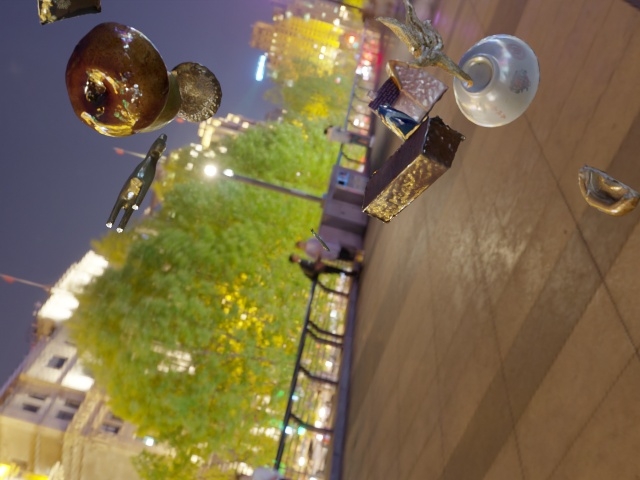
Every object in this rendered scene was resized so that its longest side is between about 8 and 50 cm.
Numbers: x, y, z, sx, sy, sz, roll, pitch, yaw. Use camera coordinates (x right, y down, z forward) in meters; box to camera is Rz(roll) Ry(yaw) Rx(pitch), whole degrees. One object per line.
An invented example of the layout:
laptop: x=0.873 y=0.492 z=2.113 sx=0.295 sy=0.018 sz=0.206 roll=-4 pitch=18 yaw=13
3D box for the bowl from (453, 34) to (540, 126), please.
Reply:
bowl: x=0.609 y=-0.596 z=2.370 sx=0.157 sy=0.346 sz=0.345 roll=-3 pitch=-66 yaw=-49

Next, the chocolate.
chocolate: x=0.210 y=-0.159 z=1.560 sx=0.321 sy=0.112 sz=0.111 roll=-45 pitch=20 yaw=54

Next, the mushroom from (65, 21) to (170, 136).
mushroom: x=-0.471 y=-0.395 z=1.561 sx=0.254 sy=0.267 sz=0.267 roll=-46 pitch=-13 yaw=-30

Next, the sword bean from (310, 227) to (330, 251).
sword bean: x=0.000 y=0.000 z=1.700 sx=0.012 sy=0.083 sz=0.012 roll=-34 pitch=-21 yaw=-15

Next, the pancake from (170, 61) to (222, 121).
pancake: x=-0.409 y=-0.472 z=2.061 sx=0.021 sy=0.199 sz=0.199 roll=-88 pitch=12 yaw=-59

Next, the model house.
model house: x=0.309 y=-0.544 z=2.414 sx=0.237 sy=0.237 sz=0.202 roll=-52 pitch=3 yaw=12

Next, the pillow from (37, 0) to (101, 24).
pillow: x=-0.501 y=-0.521 z=1.278 sx=0.055 sy=0.141 sz=0.208 roll=58 pitch=150 yaw=19

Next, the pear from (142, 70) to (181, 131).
pear: x=-0.507 y=-0.417 z=1.878 sx=0.229 sy=0.188 sz=0.211 roll=-22 pitch=11 yaw=45

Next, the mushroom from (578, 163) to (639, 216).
mushroom: x=0.743 y=-0.122 z=1.674 sx=0.094 sy=0.072 sz=0.210 roll=-63 pitch=28 yaw=15

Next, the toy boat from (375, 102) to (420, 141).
toy boat: x=0.235 y=-0.349 z=1.915 sx=0.067 sy=0.221 sz=0.291 roll=-54 pitch=23 yaw=13

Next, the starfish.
starfish: x=0.279 y=-0.570 z=1.860 sx=0.084 sy=0.302 sz=0.293 roll=-48 pitch=58 yaw=41

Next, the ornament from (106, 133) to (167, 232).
ornament: x=-0.508 y=-0.172 z=1.826 sx=0.230 sy=0.061 sz=0.244 roll=-38 pitch=31 yaw=47
